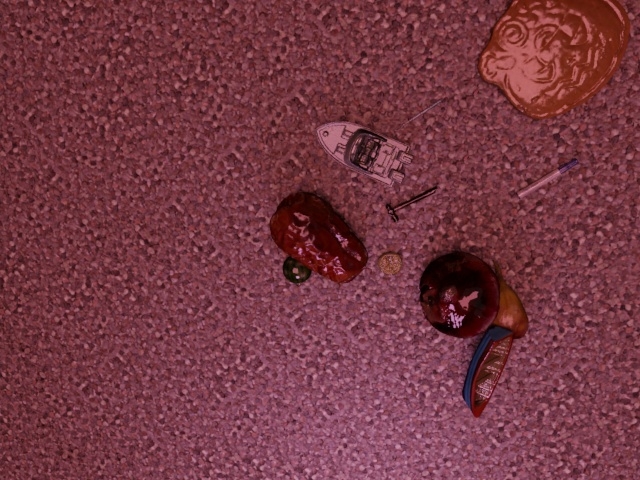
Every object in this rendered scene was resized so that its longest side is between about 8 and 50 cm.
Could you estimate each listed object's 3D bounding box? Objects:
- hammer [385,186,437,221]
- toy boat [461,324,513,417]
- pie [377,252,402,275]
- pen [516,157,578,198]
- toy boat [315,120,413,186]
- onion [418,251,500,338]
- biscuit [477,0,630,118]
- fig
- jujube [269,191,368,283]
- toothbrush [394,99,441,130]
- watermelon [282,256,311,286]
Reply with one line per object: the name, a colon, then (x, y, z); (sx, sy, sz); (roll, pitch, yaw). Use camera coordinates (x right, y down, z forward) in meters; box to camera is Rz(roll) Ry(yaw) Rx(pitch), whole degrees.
hammer: (0.300, -0.124, 1.717); (0.178, 0.021, 0.065); (-27, 97, 10)
toy boat: (0.523, 0.426, 1.697); (0.136, 0.079, 0.392); (-18, 134, -25)
pie: (0.231, 0.078, 1.765); (0.084, 0.021, 0.084); (1, 103, 4)
pen: (0.700, -0.192, 1.641); (0.204, 0.025, 0.025); (-33, 95, 12)
toy boat: (0.128, -0.286, 1.669); (0.319, 0.092, 0.141); (24, 102, 4)
onion: (0.412, 0.170, 1.645); (0.272, 0.195, 0.272); (-7, 79, 39)
biscuit: (0.682, -0.562, 1.549); (0.365, 0.062, 0.385); (37, 104, 0)
fig: (0.574, 0.188, 1.695); (0.159, 0.159, 0.257); (-7, 79, 9)
jujube: (0.000, 0.000, 1.698); (0.342, 0.216, 0.216); (40, 104, -16)
toothbrush: (0.305, -0.392, 1.661); (0.167, 0.014, 0.011); (-32, 87, 13)
watermelon: (-0.077, 0.100, 1.775); (0.109, 0.109, 0.109); (2, 102, 8)
